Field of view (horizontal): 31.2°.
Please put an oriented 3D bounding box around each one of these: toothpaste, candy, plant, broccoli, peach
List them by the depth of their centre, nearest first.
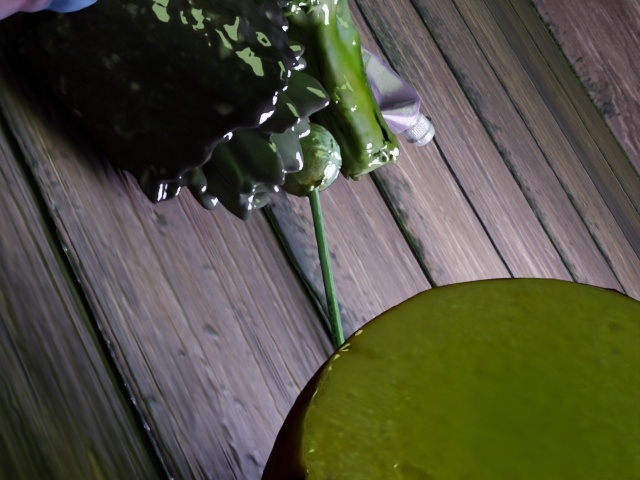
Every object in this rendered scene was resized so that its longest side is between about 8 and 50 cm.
[{"bbox_3d":[0.094,0.161,0.567,0.275,0.248,0.245,-45,123,-55],"label":"peach"},{"bbox_3d":[-0.080,-0.103,0.708,0.194,0.132,0.129,37,32,-29],"label":"plant"},{"bbox_3d":[0.000,0.000,0.854,0.061,0.061,0.202,28,43,-49],"label":"candy"},{"bbox_3d":[-0.035,-0.187,0.963,0.198,0.177,0.275,32,-31,41],"label":"broccoli"},{"bbox_3d":[0.013,-0.196,1.128,0.301,0.048,0.075,42,18,-30],"label":"toothpaste"}]

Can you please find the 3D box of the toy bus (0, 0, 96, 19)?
[{"bbox_3d":[-0.173,-0.219,0.542,0.232,0.197,0.294,36,27,-19],"label":"toy bus"}]
